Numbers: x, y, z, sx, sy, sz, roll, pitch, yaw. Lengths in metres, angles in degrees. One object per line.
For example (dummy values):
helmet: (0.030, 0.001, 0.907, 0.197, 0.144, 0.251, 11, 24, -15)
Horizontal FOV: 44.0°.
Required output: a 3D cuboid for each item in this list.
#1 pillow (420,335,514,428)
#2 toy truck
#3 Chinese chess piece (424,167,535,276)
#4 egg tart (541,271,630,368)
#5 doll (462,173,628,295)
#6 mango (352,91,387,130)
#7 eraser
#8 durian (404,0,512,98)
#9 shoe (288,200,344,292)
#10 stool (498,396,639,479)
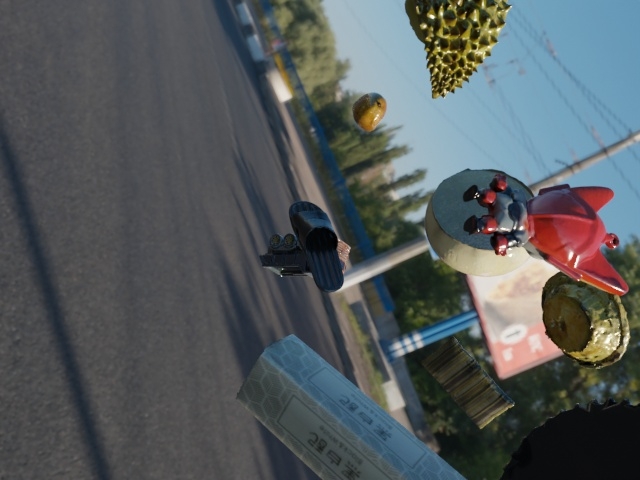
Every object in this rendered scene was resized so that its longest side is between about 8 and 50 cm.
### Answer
pillow: (0.331, 0.321, 1.794, 0.203, 0.113, 0.038, 49, 29, 7)
toy truck: (-0.035, 0.038, 1.732, 0.083, 0.192, 0.092, 35, 59, -55)
Chinese chess piece: (0.171, -0.019, 0.833, 0.051, 0.122, 0.122, 90, -17, -51)
egg tart: (0.515, 0.158, 1.590, 0.212, 0.090, 0.213, 30, -54, 52)
doll: (0.209, -0.014, 0.720, 0.057, 0.169, 0.109, -33, -130, 53)
mango: (0.098, -0.269, 1.638, 0.060, 0.080, 0.114, 32, 0, -14)
eraser: (0.069, 0.294, 1.046, 0.404, 0.098, 0.096, 39, 26, 18)
durian: (0.210, -0.400, 1.312, 0.166, 0.172, 0.306, 98, -23, -59)
shoe: (0.000, 0.000, 1.181, 0.053, 0.062, 0.159, 114, -38, -60)
stool: (0.449, 0.430, 1.104, 0.330, 0.297, 0.297, 46, 14, -32)
